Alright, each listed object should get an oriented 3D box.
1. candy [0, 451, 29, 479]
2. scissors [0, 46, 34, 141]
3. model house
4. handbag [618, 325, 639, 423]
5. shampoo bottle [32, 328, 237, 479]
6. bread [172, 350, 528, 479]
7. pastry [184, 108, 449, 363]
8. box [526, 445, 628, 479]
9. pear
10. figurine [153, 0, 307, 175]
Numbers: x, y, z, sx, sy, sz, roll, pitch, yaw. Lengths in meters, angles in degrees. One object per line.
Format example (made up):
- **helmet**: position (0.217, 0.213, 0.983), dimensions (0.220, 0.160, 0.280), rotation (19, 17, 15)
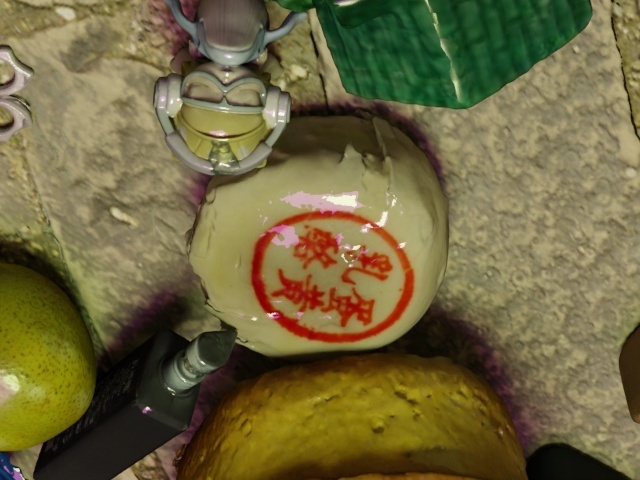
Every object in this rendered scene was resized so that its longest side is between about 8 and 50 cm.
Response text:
- **candy**: position (-0.476, 0.268, 1.931), dimensions (0.331, 0.077, 0.187), rotation (-32, 117, 25)
- **scissors**: position (-0.361, -0.143, 1.671), dimensions (0.189, 0.015, 0.100), rotation (7, 124, -1)
- **model house**: position (0.030, -0.307, 1.343), dimensions (0.334, 0.342, 0.382), rotation (-16, 124, 11)
- **handbag**: position (0.375, 0.102, 1.745), dimensions (0.072, 0.151, 0.193), rotation (29, 120, -16)
- **shampoo bottle**: position (-0.184, 0.163, 1.773), dimensions (0.071, 0.098, 0.309), rotation (31, 141, -18)
- **bread**: position (0.037, 0.266, 1.763), dimensions (0.398, 0.215, 0.398), rotation (-7, 150, -4)
- **pastry**: position (-0.001, 0.002, 1.697), dimensions (0.265, 0.133, 0.265), rotation (3, 125, 4)
- **box**: position (0.247, 0.325, 1.944), dimensions (0.144, 0.090, 0.201), rotation (28, 121, -18)
- **pear**: position (-0.316, 0.116, 1.750), dimensions (0.198, 0.198, 0.198), rotation (1, 126, 1)
- **figurine**: position (-0.082, -0.140, 1.575), dimensions (0.128, 0.184, 0.208), rotation (6, 168, -2)
